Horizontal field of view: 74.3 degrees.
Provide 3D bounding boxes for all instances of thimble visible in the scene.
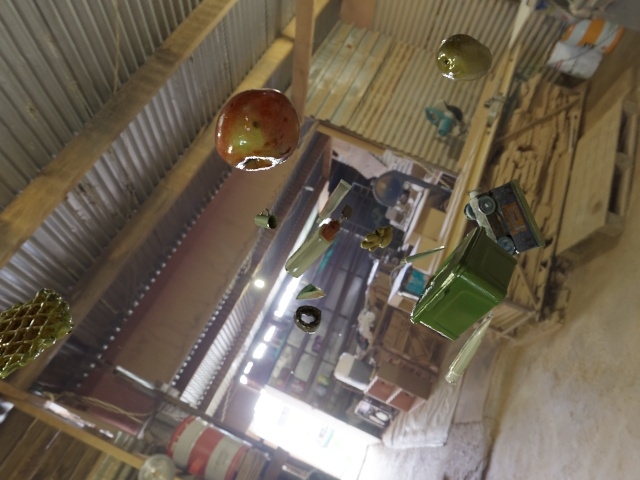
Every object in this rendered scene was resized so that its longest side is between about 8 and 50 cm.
[{"bbox_3d":[-0.050,0.300,1.607,0.066,0.104,0.095,109,164,-52],"label":"thimble"}]

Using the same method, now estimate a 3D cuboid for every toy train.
[{"bbox_3d":[0.664,-0.066,1.541,0.131,0.202,0.300,137,113,-75],"label":"toy train"}]

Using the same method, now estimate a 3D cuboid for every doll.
[{"bbox_3d":[0.271,-0.017,2.073,0.209,0.097,0.137,-6,-56,-44],"label":"doll"}]

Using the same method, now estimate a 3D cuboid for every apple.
[{"bbox_3d":[-0.251,-0.438,1.680,0.348,0.348,0.277,47,-144,-83],"label":"apple"}]

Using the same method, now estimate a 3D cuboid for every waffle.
[{"bbox_3d":[-0.890,0.280,1.258,0.297,0.317,0.073,-41,-46,-23],"label":"waffle"}]

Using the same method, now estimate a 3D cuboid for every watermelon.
[{"bbox_3d":[-0.053,0.281,2.258,0.081,0.180,0.094,-68,-38,-49],"label":"watermelon"}]

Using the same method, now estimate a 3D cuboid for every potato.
[{"bbox_3d":[0.499,-0.645,1.495,0.251,0.174,0.159,-25,-56,-38],"label":"potato"}]

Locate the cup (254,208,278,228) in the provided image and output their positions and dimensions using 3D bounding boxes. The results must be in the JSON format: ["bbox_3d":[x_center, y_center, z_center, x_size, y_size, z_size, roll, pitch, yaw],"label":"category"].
[{"bbox_3d":[-0.214,-0.082,1.622,0.054,0.083,0.075,-56,-45,-24],"label":"cup"}]

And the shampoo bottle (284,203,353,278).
[{"bbox_3d":[0.000,0.000,1.393,0.284,0.071,0.153,-44,7,17],"label":"shampoo bottle"}]

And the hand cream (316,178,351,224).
[{"bbox_3d":[0.049,-0.160,1.806,0.216,0.052,0.038,-54,7,9],"label":"hand cream"}]

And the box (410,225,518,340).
[{"bbox_3d":[0.446,0.146,1.312,0.253,0.178,0.329,-45,-14,-40],"label":"box"}]

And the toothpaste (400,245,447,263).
[{"bbox_3d":[0.427,0.059,1.750,0.048,0.197,0.029,-28,-83,-76],"label":"toothpaste"}]

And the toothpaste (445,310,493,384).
[{"bbox_3d":[0.561,0.402,1.583,0.314,0.056,0.058,-64,31,16],"label":"toothpaste"}]
